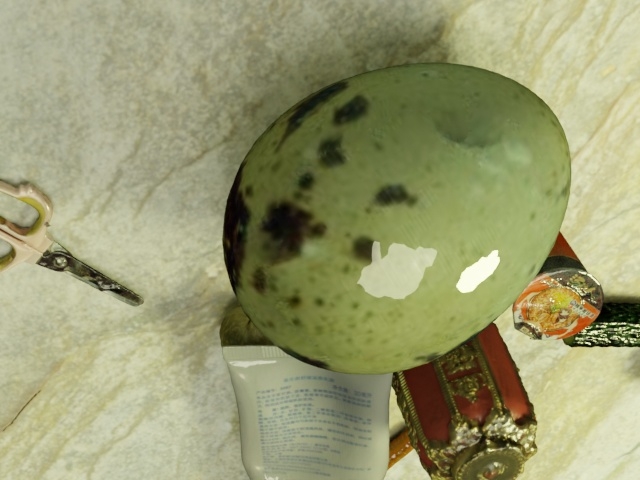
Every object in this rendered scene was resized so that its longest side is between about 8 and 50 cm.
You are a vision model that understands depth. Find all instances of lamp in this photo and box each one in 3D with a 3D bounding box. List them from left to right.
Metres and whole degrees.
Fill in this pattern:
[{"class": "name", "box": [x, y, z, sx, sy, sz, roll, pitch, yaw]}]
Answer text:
[{"class": "lamp", "box": [0.193, 0.213, 1.673, 0.177, 0.274, 0.177, -10, 135, -10]}]

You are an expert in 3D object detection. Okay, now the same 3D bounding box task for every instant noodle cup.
[{"class": "instant noodle cup", "box": [0.305, 0.047, 1.649, 0.127, 0.136, 0.127, -4, 127, -5]}]

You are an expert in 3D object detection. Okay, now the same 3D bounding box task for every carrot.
[{"class": "carrot", "box": [0.078, 0.367, 1.921, 0.043, 0.043, 0.248, 34, 114, -29]}]

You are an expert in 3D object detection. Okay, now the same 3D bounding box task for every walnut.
[{"class": "walnut", "box": [-0.098, 0.130, 1.687, 0.092, 0.092, 0.092, -4, 128, -6]}]

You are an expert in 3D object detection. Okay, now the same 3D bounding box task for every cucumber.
[{"class": "cucumber", "box": [0.496, 0.125, 1.785, 0.293, 0.067, 0.068, 1, 127, -12]}]

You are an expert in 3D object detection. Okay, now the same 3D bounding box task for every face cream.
[{"class": "face cream", "box": [-0.010, 0.294, 1.763, 0.234, 0.137, 0.420, 2, 136, 5]}]

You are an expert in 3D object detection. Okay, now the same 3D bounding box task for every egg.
[{"class": "egg", "box": [0.090, -0.032, 1.429, 0.428, 0.345, 0.345, -34, 126, 1]}]

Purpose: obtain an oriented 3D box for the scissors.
[{"class": "scissors", "box": [-0.362, 0.014, 1.591, 0.317, 0.024, 0.160, 31, 117, -28]}]
